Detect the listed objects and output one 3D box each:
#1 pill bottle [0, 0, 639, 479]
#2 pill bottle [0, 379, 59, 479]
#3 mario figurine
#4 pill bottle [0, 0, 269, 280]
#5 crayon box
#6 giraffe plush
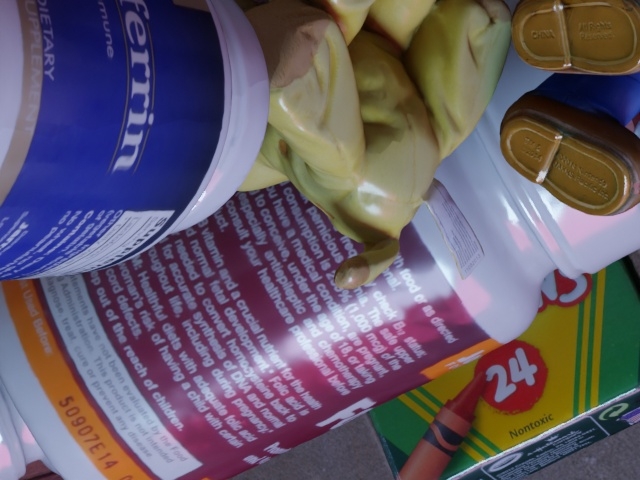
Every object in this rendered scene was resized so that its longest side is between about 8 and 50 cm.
[{"bbox_3d":[0.000,0.000,1.235,0.392,0.224,0.224,-27,172,12],"label":"pill bottle"},{"bbox_3d":[-0.148,0.078,1.469,0.301,0.169,0.169,-23,171,-16],"label":"pill bottle"},{"bbox_3d":[0.228,-0.139,1.074,0.198,0.170,0.320,-44,-179,44],"label":"mario figurine"},{"bbox_3d":[-0.125,-0.060,0.751,0.153,0.153,0.264,-28,172,19],"label":"pill bottle"},{"bbox_3d":[0.100,0.007,1.364,0.202,0.318,0.081,-28,154,11],"label":"crayon box"},{"bbox_3d":[-0.013,-0.080,1.025,0.170,0.210,0.181,12,-144,41],"label":"giraffe plush"}]
